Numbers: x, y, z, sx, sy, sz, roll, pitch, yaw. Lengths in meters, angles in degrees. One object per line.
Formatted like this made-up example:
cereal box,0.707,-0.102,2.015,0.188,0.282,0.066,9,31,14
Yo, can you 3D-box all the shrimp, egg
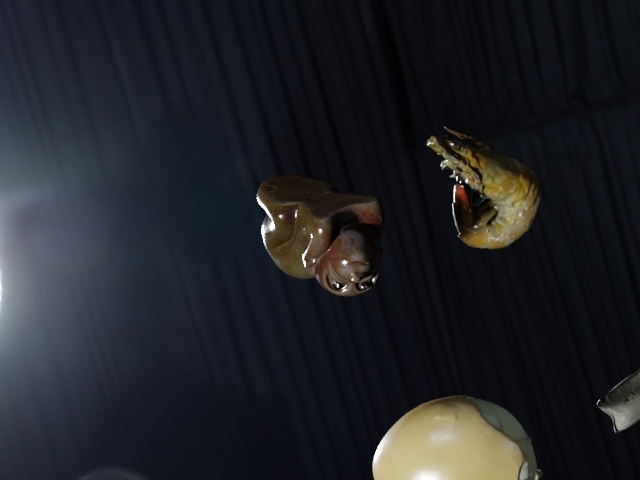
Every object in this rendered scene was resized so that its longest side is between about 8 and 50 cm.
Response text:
shrimp,0.239,-0.072,1.459,0.287,0.152,0.063,25,-167,-39
egg,0.200,0.335,1.425,0.245,0.201,0.201,-8,-174,2

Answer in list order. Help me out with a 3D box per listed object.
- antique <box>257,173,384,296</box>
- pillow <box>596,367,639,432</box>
antique,0.000,0.000,1.347,0.121,0.143,0.257,-19,-158,-29
pillow,0.589,0.296,1.791,0.131,0.038,0.232,-38,145,4
